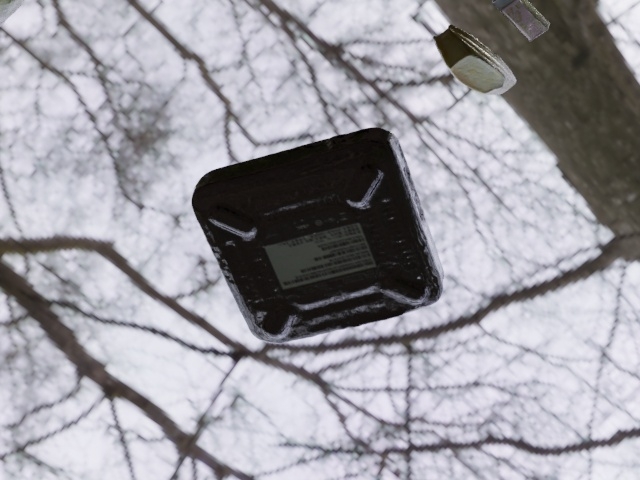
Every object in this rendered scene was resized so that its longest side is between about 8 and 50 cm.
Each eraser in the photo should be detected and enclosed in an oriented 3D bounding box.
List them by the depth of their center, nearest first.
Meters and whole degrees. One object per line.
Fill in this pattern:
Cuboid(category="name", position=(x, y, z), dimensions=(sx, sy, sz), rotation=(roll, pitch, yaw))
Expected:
Cuboid(category="eraser", position=(0.288, -0.327, 1.936), dimensions=(0.038, 0.083, 0.019), rotation=(-30, -156, 43))

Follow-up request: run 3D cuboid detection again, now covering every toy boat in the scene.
Cuboid(category="toy boat", position=(0.232, -0.261, 1.985), dimensions=(0.065, 0.172, 0.066), rotation=(-37, -138, 25))

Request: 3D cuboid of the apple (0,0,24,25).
Cuboid(category="apple", position=(-0.454, -0.354, 1.532), dimensions=(0.279, 0.279, 0.279), rotation=(-25, -137, 26))

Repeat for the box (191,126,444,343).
Cuboid(category="box", position=(0.000, 0.000, 1.822), dimensions=(0.290, 0.288, 0.073), rotation=(-14, -147, 12))
